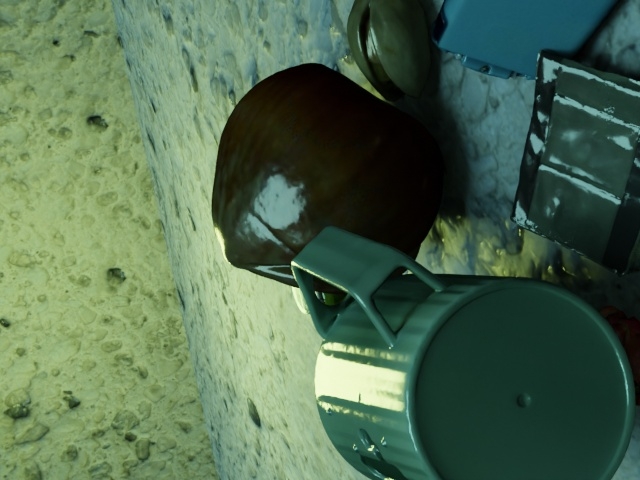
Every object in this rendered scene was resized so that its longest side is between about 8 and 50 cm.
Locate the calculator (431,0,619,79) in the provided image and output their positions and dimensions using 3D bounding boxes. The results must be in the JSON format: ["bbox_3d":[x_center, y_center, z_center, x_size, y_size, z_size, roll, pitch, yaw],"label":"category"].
[{"bbox_3d":[0.227,-0.269,0.921,0.293,0.172,0.051,117,170,-62],"label":"calculator"}]

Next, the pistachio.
[{"bbox_3d":[0.105,-0.295,1.271,0.124,0.124,0.185,32,143,60],"label":"pistachio"}]

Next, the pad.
[{"bbox_3d":[0.304,-0.085,0.981,0.174,0.022,0.233,29,134,36],"label":"pad"}]

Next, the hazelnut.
[{"bbox_3d":[0.004,-0.084,1.373,0.409,0.359,0.359,-134,34,-59],"label":"hazelnut"}]

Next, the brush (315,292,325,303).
[{"bbox_3d":[-0.043,0.047,1.777,0.336,0.020,0.086,-126,23,-64],"label":"brush"}]

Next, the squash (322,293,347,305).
[{"bbox_3d":[-0.001,0.000,1.775,0.087,0.087,0.332,18,125,65],"label":"squash"}]

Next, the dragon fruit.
[{"bbox_3d":[0.361,0.138,1.008,0.112,0.068,0.126,102,156,-63],"label":"dragon fruit"}]

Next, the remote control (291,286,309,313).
[{"bbox_3d":[-0.046,0.046,1.968,0.104,0.052,0.248,12,115,65],"label":"remote control"}]

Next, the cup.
[{"bbox_3d":[0.135,0.171,1.078,0.392,0.400,0.310,149,137,-78],"label":"cup"}]
